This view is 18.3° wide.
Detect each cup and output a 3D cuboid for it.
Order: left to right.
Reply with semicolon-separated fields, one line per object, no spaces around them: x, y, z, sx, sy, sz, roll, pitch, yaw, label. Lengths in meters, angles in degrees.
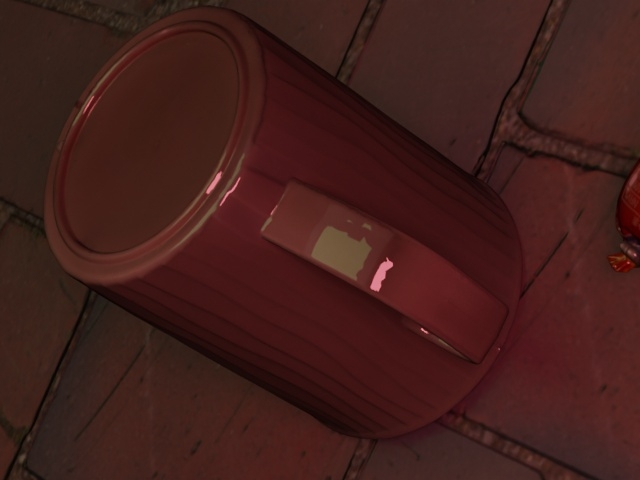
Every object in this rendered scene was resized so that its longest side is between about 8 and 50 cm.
-0.014;0.012;1.308;0.208;0.273;0.288;-42;42;17;cup

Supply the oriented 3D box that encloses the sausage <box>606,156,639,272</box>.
0.264;-0.088;1.202;0.274;0.074;0.074;-55;39;14;sausage
